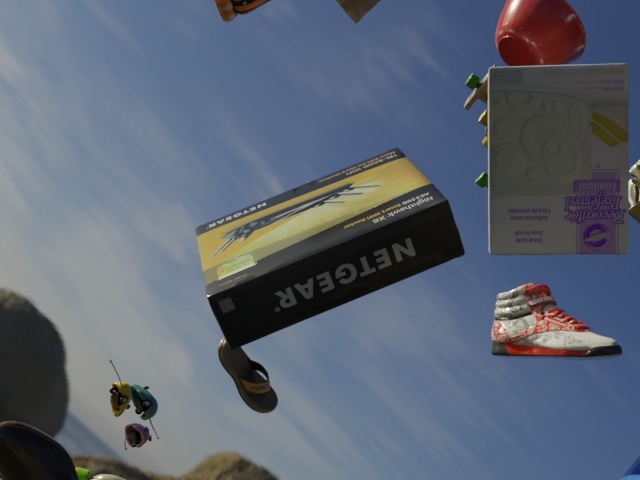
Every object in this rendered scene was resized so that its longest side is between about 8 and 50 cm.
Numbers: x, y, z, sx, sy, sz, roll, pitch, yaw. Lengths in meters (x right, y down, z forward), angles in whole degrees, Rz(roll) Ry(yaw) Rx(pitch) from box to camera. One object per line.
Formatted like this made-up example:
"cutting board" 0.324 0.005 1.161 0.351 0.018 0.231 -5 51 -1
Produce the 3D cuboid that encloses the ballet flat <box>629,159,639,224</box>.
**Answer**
"ballet flat" 0.729 -0.135 2.210 0.073 0.232 0.080 26 -40 -9

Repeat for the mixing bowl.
"mixing bowl" 0.403 -0.384 1.879 0.181 0.098 0.181 36 -23 18

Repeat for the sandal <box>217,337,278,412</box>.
"sandal" -0.123 0.245 1.783 0.049 0.072 0.180 -14 -60 28

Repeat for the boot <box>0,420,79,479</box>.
"boot" -0.321 0.311 1.170 0.106 0.082 0.219 50 -11 53

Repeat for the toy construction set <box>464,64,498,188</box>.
"toy construction set" 0.451 -0.315 2.327 0.237 0.257 0.309 40 -28 -2

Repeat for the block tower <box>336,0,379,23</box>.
"block tower" 0.170 -0.635 2.192 0.097 0.335 0.091 47 8 -11

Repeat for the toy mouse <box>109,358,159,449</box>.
"toy mouse" -0.296 0.289 1.618 0.143 0.031 0.161 23 -63 41

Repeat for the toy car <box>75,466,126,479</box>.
"toy car" -0.409 0.541 1.820 0.155 0.188 0.149 17 -37 -5

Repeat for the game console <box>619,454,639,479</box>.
"game console" 0.705 0.414 1.693 0.173 0.293 0.250 44 -7 -16

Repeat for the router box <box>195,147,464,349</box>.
"router box" 0.000 0.000 1.262 0.243 0.308 0.081 -119 -173 -67

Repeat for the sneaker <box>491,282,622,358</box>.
"sneaker" 0.447 0.154 1.887 0.270 0.145 0.090 -5 -13 44

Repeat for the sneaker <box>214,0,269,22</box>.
"sneaker" -0.130 -0.519 1.689 0.125 0.180 0.321 68 0 -63

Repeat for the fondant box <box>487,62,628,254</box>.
"fondant box" 0.415 -0.140 1.732 0.238 0.330 0.096 0 3 8
